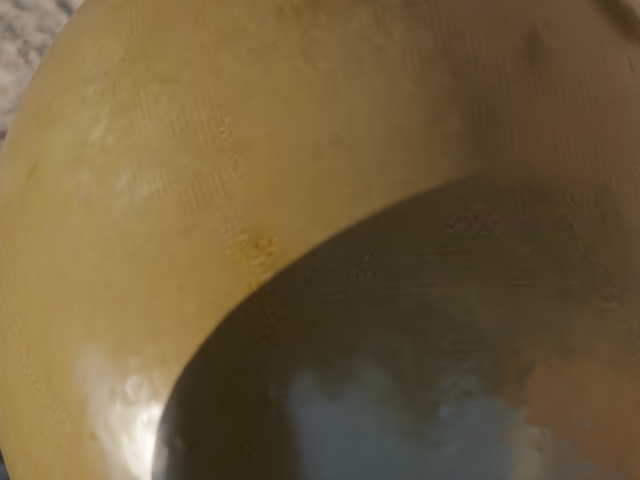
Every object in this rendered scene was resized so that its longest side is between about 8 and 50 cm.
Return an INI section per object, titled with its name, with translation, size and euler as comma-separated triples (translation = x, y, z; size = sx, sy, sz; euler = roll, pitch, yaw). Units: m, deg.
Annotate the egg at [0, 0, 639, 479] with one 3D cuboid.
[egg]
translation = 0.019, 0.025, 0.574
size = 0.301, 0.374, 0.301
euler = 2, 135, 2
